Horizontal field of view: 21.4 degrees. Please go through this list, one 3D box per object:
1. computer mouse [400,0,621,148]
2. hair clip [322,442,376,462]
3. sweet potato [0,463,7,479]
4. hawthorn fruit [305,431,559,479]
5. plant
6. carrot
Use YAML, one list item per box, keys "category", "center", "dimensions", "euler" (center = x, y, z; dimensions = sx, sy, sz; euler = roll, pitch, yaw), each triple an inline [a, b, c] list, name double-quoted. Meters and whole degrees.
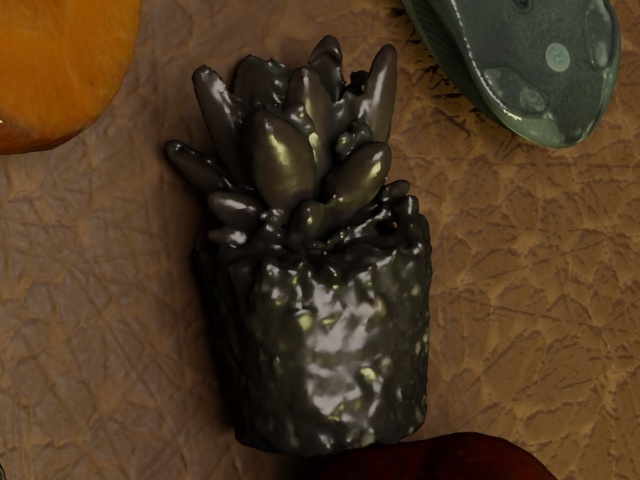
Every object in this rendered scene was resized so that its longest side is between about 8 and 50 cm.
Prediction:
- category: "computer mouse"
  center: [0.124, -0.247, 1.454]
  dimensions: [0.167, 0.090, 0.379]
  euler: [-31, 96, -29]
- category: "hair clip"
  center: [0.040, 0.220, 1.429]
  dimensions: [0.054, 0.022, 0.137]
  euler: [-26, 106, -23]
- category: "sweet potato"
  center: [-0.322, 0.131, 1.234]
  dimensions: [0.233, 0.062, 0.081]
  euler: [48, 60, -13]
- category: "hawthorn fruit"
  center: [0.102, 0.291, 1.307]
  dimensions: [0.311, 0.295, 0.295]
  euler: [32, 72, -57]
- category: "plant"
  center: [0.000, 0.000, 1.334]
  dimensions: [0.194, 0.181, 0.321]
  euler: [-9, 96, -26]
- category: "carrot"
  center: [-0.245, -0.210, 1.216]
  dimensions: [0.258, 0.100, 0.307]
  euler: [-38, 107, -45]
